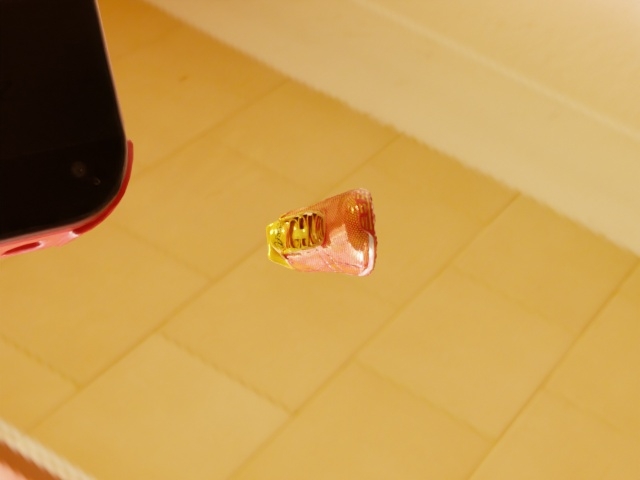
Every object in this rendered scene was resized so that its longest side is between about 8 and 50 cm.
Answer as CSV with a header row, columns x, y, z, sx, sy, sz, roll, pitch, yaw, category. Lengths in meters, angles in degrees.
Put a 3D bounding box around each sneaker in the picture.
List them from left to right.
x,y,z,sx,sy,sz,roll,pitch,yaw,category
0.000,0.000,1.131,0.175,0.067,0.064,149,-62,-71,sneaker

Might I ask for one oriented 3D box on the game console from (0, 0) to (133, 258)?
x,y,z,sx,sy,sz,roll,pitch,yaw,category
-0.318,-0.136,0.952,0.060,0.386,0.342,-11,-87,57,game console
